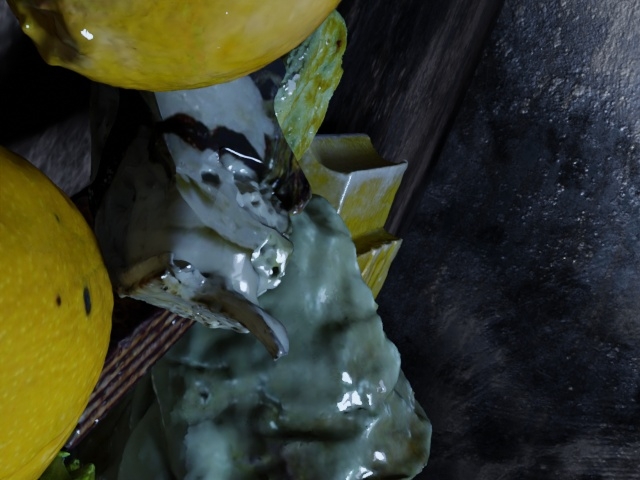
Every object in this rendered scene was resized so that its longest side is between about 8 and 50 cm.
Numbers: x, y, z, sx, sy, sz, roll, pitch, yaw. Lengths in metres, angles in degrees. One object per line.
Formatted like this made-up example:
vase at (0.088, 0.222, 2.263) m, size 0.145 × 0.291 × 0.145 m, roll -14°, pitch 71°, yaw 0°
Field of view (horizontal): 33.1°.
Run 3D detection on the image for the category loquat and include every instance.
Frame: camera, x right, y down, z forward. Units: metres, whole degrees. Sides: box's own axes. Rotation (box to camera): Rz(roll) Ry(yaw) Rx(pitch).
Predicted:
loquat at (-0.056, -0.172, 0.508) m, size 0.234 × 0.176 × 0.187 m, roll -55°, pitch -177°, yaw -33°

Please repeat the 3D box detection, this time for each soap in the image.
soap at (0.000, 0.000, 1.308) m, size 0.281 × 0.143 × 0.259 m, roll -19°, pitch 131°, yaw -69°

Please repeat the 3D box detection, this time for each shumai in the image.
shumai at (-0.070, 0.085, 0.877) m, size 0.304 × 0.309 × 0.264 m, roll -63°, pitch 149°, yaw -70°

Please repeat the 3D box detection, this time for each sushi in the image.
sushi at (-0.081, -0.031, 0.616) m, size 0.134 × 0.273 × 0.109 m, roll 13°, pitch 140°, yaw -44°

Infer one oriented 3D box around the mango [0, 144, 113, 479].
mango at (-0.187, 0.047, 0.409) m, size 0.359 × 0.144 × 0.187 m, roll -24°, pitch 123°, yaw -73°

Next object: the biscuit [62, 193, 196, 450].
biscuit at (-0.144, 0.034, 0.711) m, size 0.252 × 0.106 × 0.070 m, roll -47°, pitch 161°, yaw -57°

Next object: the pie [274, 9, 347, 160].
pie at (-0.024, -0.147, 1.074) m, size 0.187 × 0.041 × 0.187 m, roll -61°, pitch 169°, yaw -21°

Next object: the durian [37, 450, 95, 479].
durian at (-0.185, 0.238, 0.544) m, size 0.291 × 0.224 × 0.291 m, roll -169°, pitch -90°, yaw -82°
